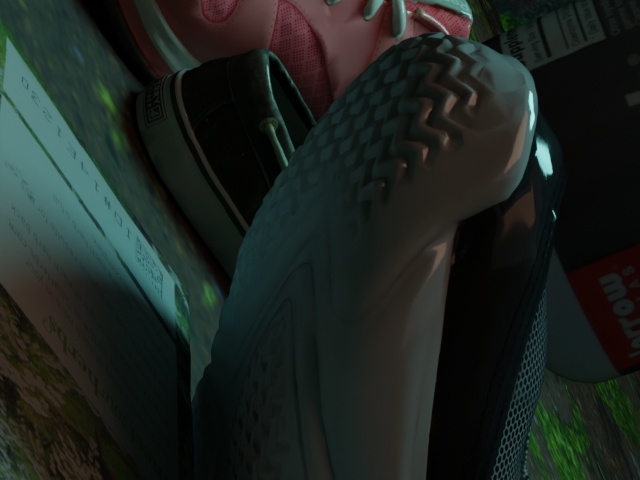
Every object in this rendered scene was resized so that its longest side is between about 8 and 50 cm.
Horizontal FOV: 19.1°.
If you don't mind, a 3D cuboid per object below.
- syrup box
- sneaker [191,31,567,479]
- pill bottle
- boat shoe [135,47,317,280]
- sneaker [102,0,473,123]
[{"bbox_3d":[-0.081,0.066,0.328,0.093,0.096,0.237,58,15,-33],"label":"syrup box"},{"bbox_3d":[0.042,0.096,0.408,0.101,0.153,0.268,-125,-133,-72],"label":"sneaker"},{"bbox_3d":[0.192,-0.043,1.080,0.210,0.363,0.210,61,12,-24],"label":"pill bottle"},{"bbox_3d":[0.000,0.000,0.859,0.219,0.070,0.077,53,23,-44],"label":"boat shoe"},{"bbox_3d":[-0.005,-0.107,0.891,0.314,0.136,0.116,54,17,-46],"label":"sneaker"}]
